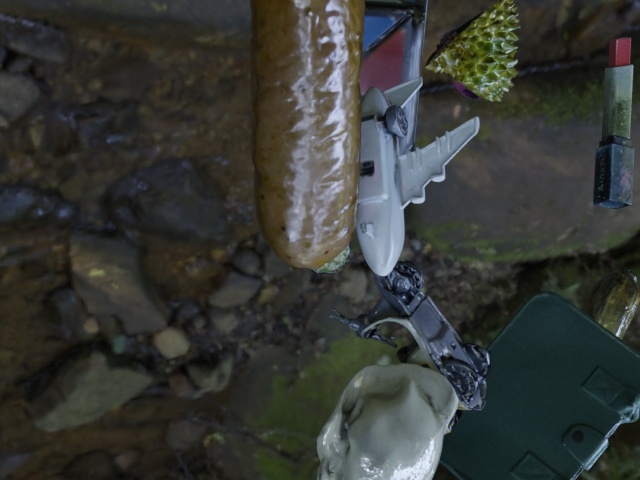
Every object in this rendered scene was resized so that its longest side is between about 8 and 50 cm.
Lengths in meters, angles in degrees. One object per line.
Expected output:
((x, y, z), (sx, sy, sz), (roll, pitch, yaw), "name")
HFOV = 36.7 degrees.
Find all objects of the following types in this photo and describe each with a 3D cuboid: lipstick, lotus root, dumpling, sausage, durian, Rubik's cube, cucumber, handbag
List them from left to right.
((-0.014, -0.208, 1.024), (0.123, 0.136, 0.501), (2, 107, 7), "sausage")
((0.000, 0.000, 1.429), (0.081, 0.072, 0.303), (-41, -175, 2), "cucumber")
((0.035, -0.274, 1.491), (0.248, 0.250, 0.247), (6, 116, 5), "Rubik's cube")
((0.080, 0.276, 1.293), (0.250, 0.162, 0.132), (-57, 169, -10), "dumpling")
((0.221, -0.240, 1.242), (0.119, 0.108, 0.187), (-33, -170, 27), "durian")
((0.329, 0.254, 1.462), (0.326, 0.238, 0.089), (-46, 150, -11), "handbag")
((0.535, 0.129, 1.792), (0.179, 0.089, 0.080), (-59, 172, -20), "lotus root")
((0.515, -0.213, 1.682), (0.051, 0.312, 0.051), (9, 169, -18), "lipstick")

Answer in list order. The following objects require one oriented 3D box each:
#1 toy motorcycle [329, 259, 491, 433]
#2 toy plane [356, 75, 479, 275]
((0.137, 0.150, 1.382), (0.157, 0.263, 0.091), (-33, -176, 36), "toy motorcycle")
((0.065, -0.082, 1.157), (0.251, 0.255, 0.101), (-10, 153, 24), "toy plane")
